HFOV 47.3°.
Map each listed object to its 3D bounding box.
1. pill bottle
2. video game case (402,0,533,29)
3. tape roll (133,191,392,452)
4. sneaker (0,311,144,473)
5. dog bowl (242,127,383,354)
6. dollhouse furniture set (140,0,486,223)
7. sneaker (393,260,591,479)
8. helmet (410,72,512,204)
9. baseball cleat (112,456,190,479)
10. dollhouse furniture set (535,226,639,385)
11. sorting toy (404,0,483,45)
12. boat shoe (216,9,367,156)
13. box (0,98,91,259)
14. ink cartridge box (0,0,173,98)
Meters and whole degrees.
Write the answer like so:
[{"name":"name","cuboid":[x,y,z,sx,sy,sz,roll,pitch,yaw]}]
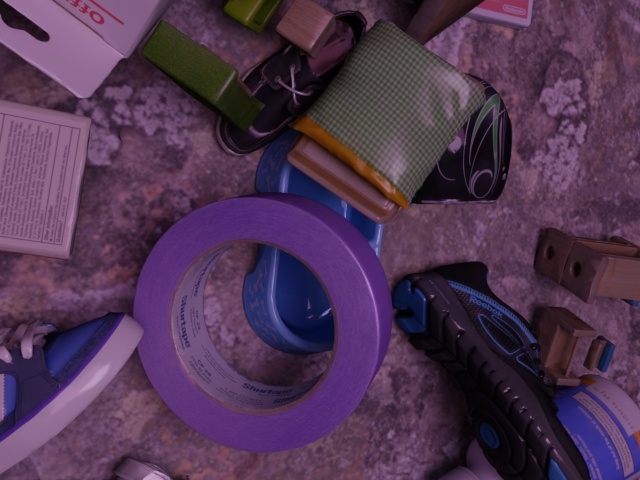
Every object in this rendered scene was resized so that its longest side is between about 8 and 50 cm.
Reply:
[{"name":"pill bottle","cuboid":[0.293,0.303,0.974,0.272,0.152,0.152,-24,99,-17]},{"name":"video game case","cuboid":[0.210,-0.449,0.993,0.204,0.025,0.285,7,89,-19]},{"name":"tape roll","cuboid":[-0.062,0.086,0.805,0.275,0.090,0.275,2,98,13]},{"name":"sneaker","cuboid":[-0.371,0.116,0.732,0.323,0.130,0.236,-38,103,0]},{"name":"dog bowl","cuboid":[0.000,0.000,0.905,0.166,0.074,0.297,7,90,-20]},{"name":"dollhouse furniture set","cuboid":[0.006,-0.175,0.771,0.301,0.151,0.197,35,90,9]},{"name":"sneaker","cuboid":[0.235,0.162,0.903,0.139,0.125,0.341,-18,63,-28]},{"name":"helmet","cuboid":[0.156,-0.128,0.909,0.169,0.169,0.161,-2,97,-19]},{"name":"baseball cleat","cuboid":[-0.250,0.308,0.837,0.206,0.072,0.109,-1,78,-24]},{"name":"dollhouse furniture set","cuboid":[0.375,0.092,1.025,0.129,0.129,0.184,7,108,-20]},{"name":"sorting toy","cuboid":[0.207,-0.374,0.856,0.257,0.255,0.089,-38,87,-15]},{"name":"boat shoe","cuboid":[-0.035,-0.195,0.887,0.233,0.079,0.084,-45,106,-11]},{"name":"box","cuboid":[-0.364,-0.070,0.747,0.232,0.127,0.149,10,88,-19]},{"name":"ink cartridge box","cuboid":[-0.210,-0.332,0.723,0.207,0.119,0.353,36,53,-17]}]
